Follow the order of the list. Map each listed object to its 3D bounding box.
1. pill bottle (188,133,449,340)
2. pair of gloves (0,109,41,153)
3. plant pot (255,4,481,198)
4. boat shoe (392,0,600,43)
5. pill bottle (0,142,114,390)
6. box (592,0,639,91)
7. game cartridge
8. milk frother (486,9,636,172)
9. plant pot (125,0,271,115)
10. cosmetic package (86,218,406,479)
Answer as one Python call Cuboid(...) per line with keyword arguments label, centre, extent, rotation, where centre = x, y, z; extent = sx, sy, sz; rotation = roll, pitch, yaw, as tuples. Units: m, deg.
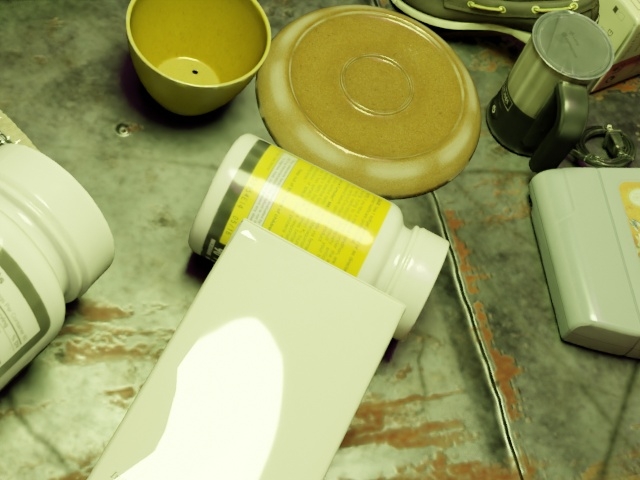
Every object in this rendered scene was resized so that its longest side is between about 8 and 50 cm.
Cuboid(label="pill bottle", centre=(0.000, 0.000, 1.153), extent=(0.209, 0.119, 0.119), rotation=(26, 57, 1))
Cuboid(label="pair of gloves", centre=(-0.394, -0.088, 1.147), extent=(0.240, 0.042, 0.204), rotation=(40, 55, 7))
Cuboid(label="plant pot", centre=(0.054, -0.150, 1.308), extent=(0.236, 0.032, 0.236), rotation=(7, 58, -11))
Cuboid(label="boat shoe", centre=(0.178, -0.257, 1.344), extent=(0.228, 0.068, 0.081), rotation=(17, 50, 21))
Cuboid(label="pill bottle", centre=(-0.304, 0.060, 1.012), extent=(0.161, 0.161, 0.283), rotation=(38, 58, 8))
Cuboid(label="box", centre=(0.359, -0.280, 1.410), extent=(0.232, 0.127, 0.148), rotation=(-21, 68, -25))
Cuboid(label="game cartridge", centre=(0.363, 0.022, 1.279), extent=(0.297, 0.062, 0.198), rotation=(-1, 56, -15))
Cuboid(label="milk frother", centre=(0.260, -0.140, 1.296), extent=(0.143, 0.134, 0.129), rotation=(-11, 65, -21))
Cuboid(label="plant pot", centre=(-0.122, -0.172, 1.236), extent=(0.134, 0.095, 0.134), rotation=(7, 59, -12))
Cuboid(label="cosmetic package", centre=(-0.092, 0.191, 0.973), extent=(0.155, 0.197, 0.365), rotation=(28, 59, 2))
